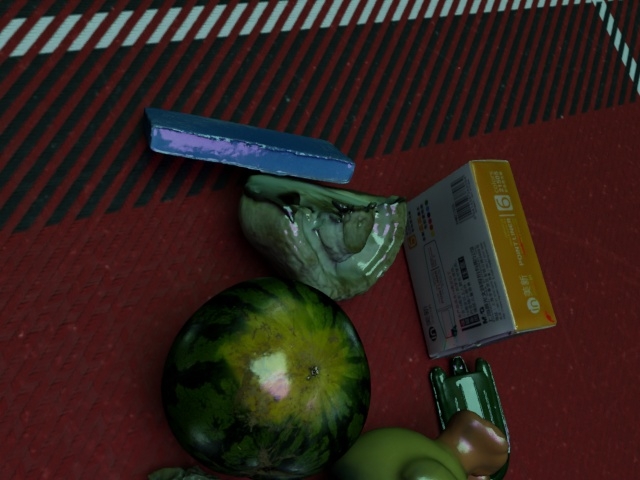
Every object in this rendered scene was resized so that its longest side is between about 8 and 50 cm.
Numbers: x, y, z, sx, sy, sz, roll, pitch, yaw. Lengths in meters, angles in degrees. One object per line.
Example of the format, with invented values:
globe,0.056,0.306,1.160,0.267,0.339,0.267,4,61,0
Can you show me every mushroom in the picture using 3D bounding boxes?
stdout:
mushroom,-0.008,-0.002,0.982,0.267,0.189,0.164,-10,114,-54

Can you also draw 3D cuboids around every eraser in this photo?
eraser,-0.111,-0.145,1.012,0.311,0.144,0.043,8,109,-22

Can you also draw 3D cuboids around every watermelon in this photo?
watermelon,-0.068,0.176,0.844,0.269,0.269,0.269,8,68,-21

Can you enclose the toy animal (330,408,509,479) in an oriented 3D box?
toy animal,0.088,0.361,0.880,0.338,0.216,0.191,-34,60,-32

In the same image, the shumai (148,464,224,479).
shumai,-0.135,0.359,0.823,0.201,0.201,0.120,37,19,-8

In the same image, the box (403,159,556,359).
box,0.234,0.036,1.049,0.091,0.221,0.274,-2,74,-29

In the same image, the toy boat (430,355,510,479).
toy boat,0.244,0.289,1.054,0.104,0.052,0.210,-10,75,-11
